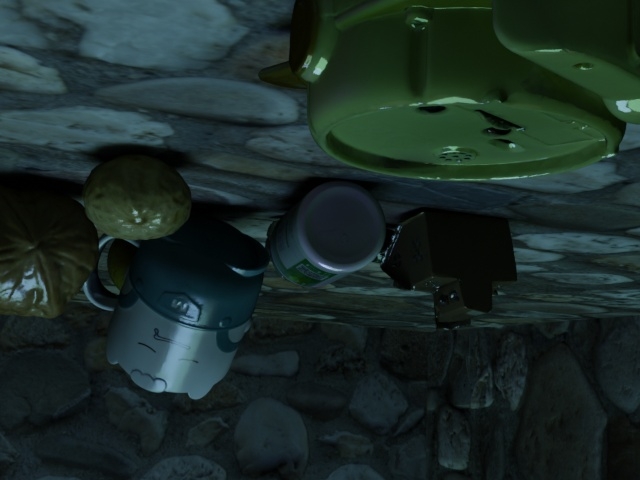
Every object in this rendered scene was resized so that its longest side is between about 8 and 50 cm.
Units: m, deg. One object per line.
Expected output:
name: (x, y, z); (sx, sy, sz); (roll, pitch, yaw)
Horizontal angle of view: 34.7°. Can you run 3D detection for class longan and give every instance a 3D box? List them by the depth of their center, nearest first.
longan: (-0.305, 0.034, 1.855); (0.155, 0.176, 0.145); (-17, -139, -23)

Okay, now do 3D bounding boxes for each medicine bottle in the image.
medicine bottle: (0.000, 0.000, 1.541); (0.133, 0.133, 0.274); (4, 169, -12)

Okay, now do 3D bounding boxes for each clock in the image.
clock: (0.119, -0.126, 0.802); (0.348, 0.117, 0.286); (-7, 166, 44)

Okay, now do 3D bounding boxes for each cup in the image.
cup: (-0.248, 0.084, 1.695); (0.290, 0.257, 0.219); (24, -151, -1)

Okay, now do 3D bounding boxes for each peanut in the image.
peanut: (-0.239, -0.054, 1.338); (0.141, 0.109, 0.159); (-11, 176, -6)

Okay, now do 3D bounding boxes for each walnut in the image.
walnut: (-0.443, 0.016, 1.535); (0.228, 0.228, 0.228); (2, 171, 0)

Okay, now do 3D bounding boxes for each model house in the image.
model house: (0.187, 0.066, 1.712); (0.181, 0.176, 0.248); (4, 164, -24)

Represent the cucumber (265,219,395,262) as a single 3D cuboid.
cucumber: (0.030, 0.003, 1.738); (0.241, 0.074, 0.074); (1, 171, -18)
